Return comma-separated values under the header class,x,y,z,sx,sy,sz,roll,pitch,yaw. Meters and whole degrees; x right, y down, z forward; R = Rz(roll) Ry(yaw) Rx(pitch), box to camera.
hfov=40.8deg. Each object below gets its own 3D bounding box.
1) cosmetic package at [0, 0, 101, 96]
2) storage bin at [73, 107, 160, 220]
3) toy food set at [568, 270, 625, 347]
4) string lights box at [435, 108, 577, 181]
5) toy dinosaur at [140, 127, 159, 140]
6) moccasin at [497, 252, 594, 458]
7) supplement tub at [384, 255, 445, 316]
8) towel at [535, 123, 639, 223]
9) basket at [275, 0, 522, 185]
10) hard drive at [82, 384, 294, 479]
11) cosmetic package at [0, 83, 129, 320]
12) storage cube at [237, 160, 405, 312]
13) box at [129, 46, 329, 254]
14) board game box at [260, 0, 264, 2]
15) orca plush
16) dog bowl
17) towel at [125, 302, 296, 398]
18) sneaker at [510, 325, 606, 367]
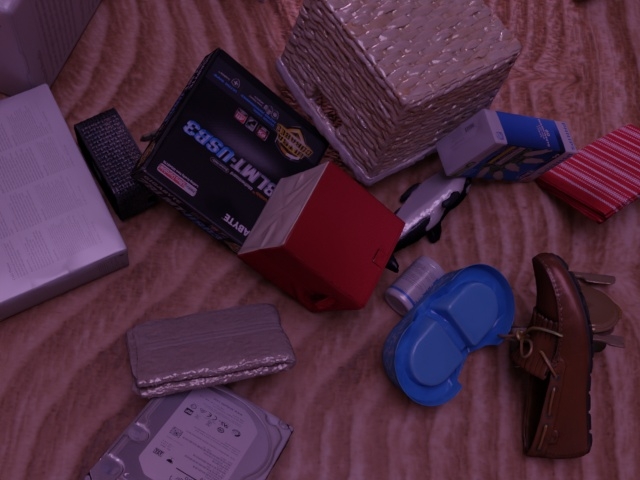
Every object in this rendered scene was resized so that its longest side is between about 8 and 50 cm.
class,x,y,z,sx,sy,sz,roll,pitch,yaw
cosmetic package,-0.611,-0.541,1.624,0.328,0.329,0.393,23,67,-1
storage bin,-0.382,-0.142,1.618,0.084,0.122,0.180,-29,76,-17
toy food set,0.519,0.139,1.669,0.133,0.038,0.192,8,41,6
string lights box,0.366,-0.182,1.681,0.260,0.133,0.076,1,65,-40
toy dinosaur,-0.212,-0.209,1.705,0.268,0.064,0.118,20,75,3
moccasin,0.402,0.210,1.544,0.147,0.139,0.379,-5,107,-1
supplement tub,0.180,0.088,1.643,0.071,0.071,0.107,43,71,9
towel,0.606,-0.142,1.768,0.275,0.031,0.199,-28,41,-18
basket,0.151,-0.345,1.648,0.331,0.266,0.328,-28,74,-28
hard drive,-0.203,0.354,1.383,0.237,0.064,0.339,30,29,5
cosmetic package,-0.560,-0.070,1.580,0.285,0.097,0.377,-24,74,-18
storage cube,0.000,0.000,1.554,0.193,0.184,0.215,39,66,-22
box,-0.161,-0.157,1.618,0.296,0.073,0.293,39,64,-24
board game box,-0.236,-0.654,1.728,0.319,0.318,0.065,23,68,0
orca plush,0.213,-0.029,1.676,0.102,0.151,0.287,56,50,-24
dog bowl,0.232,0.169,1.591,0.297,0.074,0.166,-45,109,-21
towel,-0.195,0.190,1.504,0.283,0.049,0.187,-8,30,-12
sneaker,0.451,0.215,1.646,0.192,0.064,0.086,8,83,-10
